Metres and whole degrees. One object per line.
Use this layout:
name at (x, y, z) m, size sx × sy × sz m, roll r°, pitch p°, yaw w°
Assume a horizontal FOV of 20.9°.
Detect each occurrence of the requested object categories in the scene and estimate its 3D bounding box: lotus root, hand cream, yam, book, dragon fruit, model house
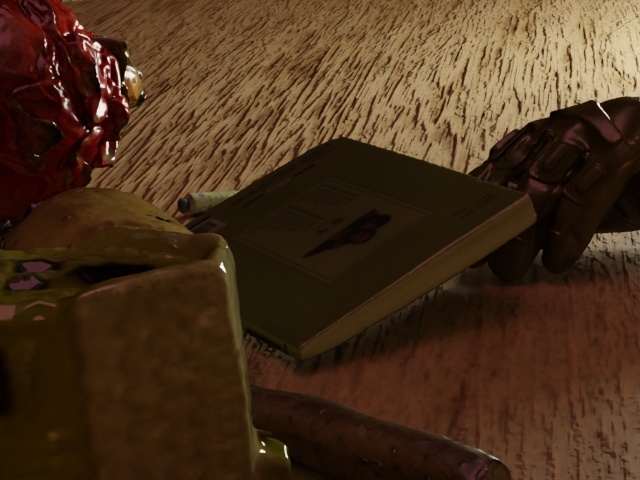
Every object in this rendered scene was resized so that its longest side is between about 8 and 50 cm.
lotus root at (-0.171, 0.036, 1.361) m, size 0.160 × 0.146 × 0.284 m, roll 8°, pitch 14°, yaw -32°
hand cream at (-0.102, -0.043, 1.833) m, size 0.102 × 0.022 × 0.035 m, roll -9°, pitch 15°, yaw -31°
yam at (0.023, 0.135, 1.112) m, size 0.057 × 0.056 × 0.241 m, roll -20°, pitch 23°, yaw -40°
book at (0.000, 0.000, 1.506) m, size 0.239 × 0.035 × 0.352 m, roll -31°, pitch 24°, yaw -18°
dragon fruit at (-0.357, -0.142, 1.821) m, size 0.343 × 0.277 × 0.277 m, roll -11°, pitch 15°, yaw 13°
model house at (-0.142, 0.094, 1.057) m, size 0.234 × 0.193 × 0.175 m, roll -7°, pitch 13°, yaw -4°

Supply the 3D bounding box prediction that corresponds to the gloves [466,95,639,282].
gloves at (0.262, -0.057, 1.529) m, size 0.331 × 0.141 × 0.154 m, roll -7°, pitch 17°, yaw -4°
